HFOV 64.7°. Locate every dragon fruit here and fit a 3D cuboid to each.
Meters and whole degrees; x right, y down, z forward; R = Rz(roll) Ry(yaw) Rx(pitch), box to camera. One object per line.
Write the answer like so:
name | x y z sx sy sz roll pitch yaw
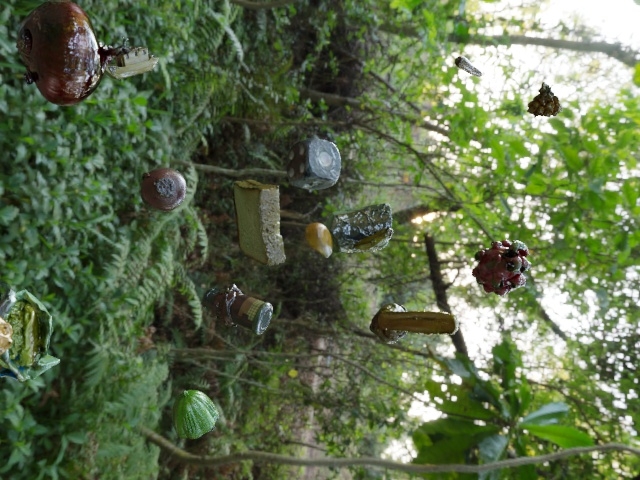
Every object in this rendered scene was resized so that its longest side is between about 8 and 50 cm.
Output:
dragon fruit | 0.699 0.101 1.906 0.218 0.198 0.273 -65 -163 -17

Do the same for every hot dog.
hot dog | 0.333 0.280 1.736 0.068 0.289 0.083 21 72 -51

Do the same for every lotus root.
lotus root | -0.504 0.649 1.971 0.186 0.186 0.186 7 90 -88

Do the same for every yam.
yam | 0.152 -0.042 2.158 0.202 0.272 0.201 111 -21 -59

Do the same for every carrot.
carrot | 0.475 -0.549 1.611 0.165 0.036 0.035 7 91 -48

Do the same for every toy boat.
toy boat | -0.579 -0.541 1.528 0.200 0.057 0.077 -41 141 -45

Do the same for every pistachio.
pistachio | 0.276 0.320 2.012 0.210 0.165 0.130 -70 153 -57
pistachio | 0.216 0.005 2.013 0.049 0.173 0.089 61 12 -9

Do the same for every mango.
mango | -0.001 -0.007 2.031 0.165 0.089 0.115 41 40 -47
mango | -0.589 0.146 0.867 0.127 0.063 0.077 60 17 -10

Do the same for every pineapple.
pineapple | 0.728 -0.459 1.628 0.077 0.114 0.114 -35 129 -31

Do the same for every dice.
dice | -0.031 -0.324 2.162 0.183 0.182 0.182 -14 -108 53

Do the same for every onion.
onion | -0.660 -0.502 1.371 0.273 0.285 0.272 22 -64 56

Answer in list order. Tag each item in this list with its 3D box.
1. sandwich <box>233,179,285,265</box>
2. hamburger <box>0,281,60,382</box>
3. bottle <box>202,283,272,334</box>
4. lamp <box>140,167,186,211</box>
sandwich | -0.236 -0.073 1.898 0.271 0.099 0.300 27 -54 57
hamburger | -0.811 0.256 1.402 0.276 0.151 0.260 138 -54 -62
bottle | -0.328 0.256 1.956 0.143 0.271 0.156 52 58 -70
lamp | -0.623 -0.199 1.986 0.258 0.180 0.180 175 -77 -67
